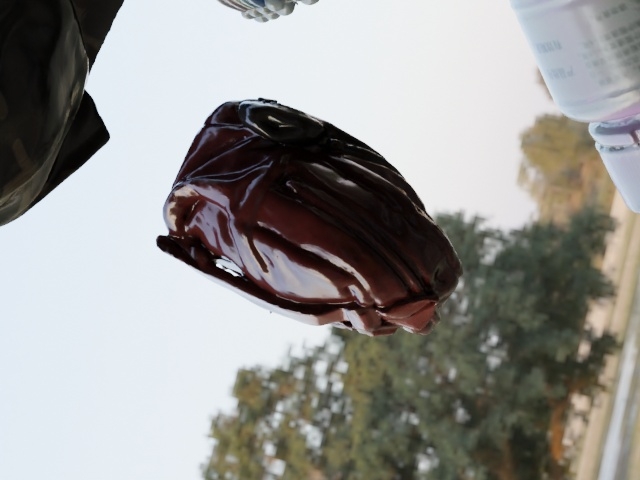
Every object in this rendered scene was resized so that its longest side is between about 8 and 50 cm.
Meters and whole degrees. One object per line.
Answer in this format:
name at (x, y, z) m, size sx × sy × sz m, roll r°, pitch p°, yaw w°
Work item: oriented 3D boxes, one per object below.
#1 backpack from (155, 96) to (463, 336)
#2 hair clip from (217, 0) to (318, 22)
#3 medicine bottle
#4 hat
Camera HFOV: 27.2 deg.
backpack at (0.001, -0.002, 0.978) m, size 0.139 × 0.229 × 0.229 m, roll -60°, pitch -12°, yaw -9°
hair clip at (-0.057, -0.326, 1.655) m, size 0.140 × 0.220 × 0.054 m, roll 6°, pitch -102°, yaw -42°
medicine bottle at (0.358, -0.204, 1.409) m, size 0.302 × 0.241 × 0.241 m, roll 63°, pitch -158°, yaw -13°
hat at (-0.277, -0.218, 1.092) m, size 0.382 × 0.366 × 0.257 m, roll -46°, pitch 36°, yaw 33°
